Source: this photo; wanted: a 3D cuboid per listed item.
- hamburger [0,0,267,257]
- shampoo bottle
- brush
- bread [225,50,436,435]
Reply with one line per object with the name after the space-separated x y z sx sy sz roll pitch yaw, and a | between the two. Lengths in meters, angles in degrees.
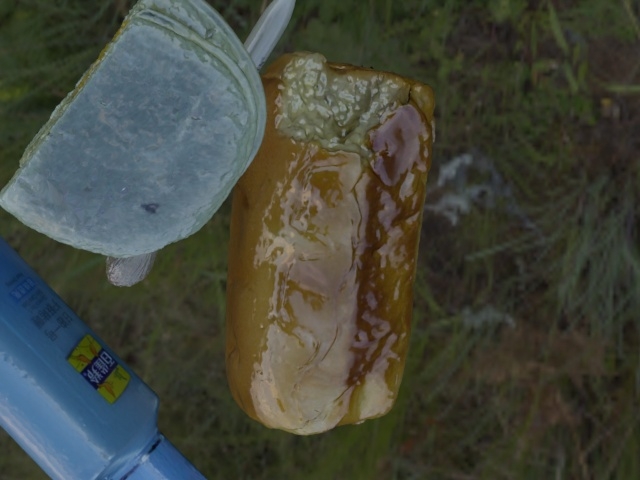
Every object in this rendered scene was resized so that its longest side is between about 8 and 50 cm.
-0.071 -0.044 0.581 0.084 0.054 0.121 34 102 -15 | hamburger
-0.163 0.083 0.813 0.061 0.104 0.258 -41 97 23 | shampoo bottle
-0.099 -0.081 1.089 0.039 0.042 0.299 29 112 -9 | brush
-0.007 -0.001 1.242 0.148 0.344 0.195 -2 -167 -31 | bread
